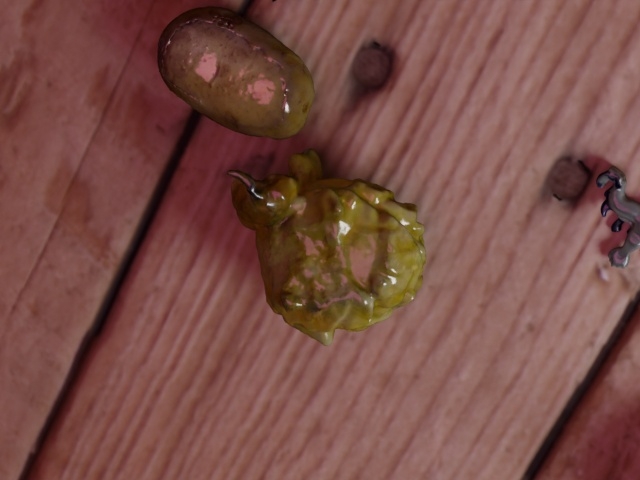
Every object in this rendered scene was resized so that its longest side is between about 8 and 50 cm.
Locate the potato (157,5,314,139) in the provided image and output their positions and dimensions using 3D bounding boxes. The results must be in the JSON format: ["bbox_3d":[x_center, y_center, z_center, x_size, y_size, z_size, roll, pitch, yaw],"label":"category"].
[{"bbox_3d":[-0.084,-0.166,1.861,0.170,0.080,0.107,27,110,16],"label":"potato"}]

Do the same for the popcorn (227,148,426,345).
[{"bbox_3d":[0.008,-0.003,1.830,0.168,0.173,0.195,-31,87,35],"label":"popcorn"}]

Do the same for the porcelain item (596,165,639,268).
[{"bbox_3d":[0.304,-0.002,1.801,0.136,0.021,0.075,42,111,5],"label":"porcelain item"}]
